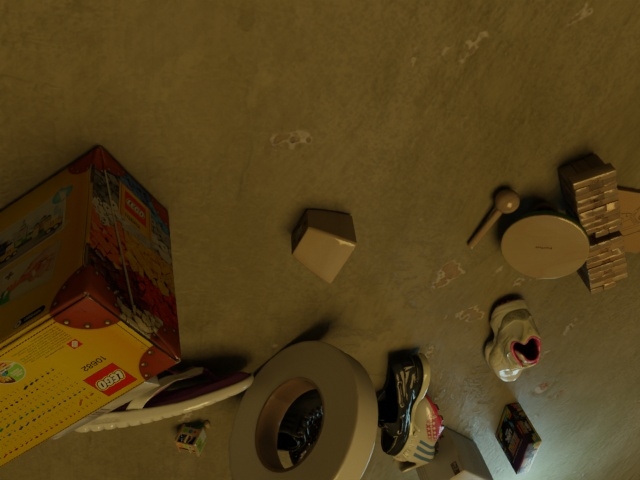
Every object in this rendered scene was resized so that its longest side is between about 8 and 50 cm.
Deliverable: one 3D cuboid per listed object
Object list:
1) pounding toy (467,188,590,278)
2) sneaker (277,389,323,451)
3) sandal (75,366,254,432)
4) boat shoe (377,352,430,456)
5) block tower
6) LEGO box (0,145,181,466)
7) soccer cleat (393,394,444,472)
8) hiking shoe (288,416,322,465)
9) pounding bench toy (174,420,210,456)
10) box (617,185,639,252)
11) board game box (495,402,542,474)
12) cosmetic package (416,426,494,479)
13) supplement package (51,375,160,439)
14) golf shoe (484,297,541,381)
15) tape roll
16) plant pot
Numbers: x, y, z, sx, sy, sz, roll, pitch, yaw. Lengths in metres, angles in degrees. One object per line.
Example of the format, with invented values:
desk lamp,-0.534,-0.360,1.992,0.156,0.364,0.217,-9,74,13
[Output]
pounding toy,0.474,-0.027,1.362,0.236,0.110,0.183,24,135,1
sneaker,-0.026,0.444,1.542,0.295,0.147,0.105,-11,129,-10
sandal,-0.358,0.336,1.374,0.416,0.169,0.102,-13,91,-7
boat shoe,0.190,0.442,1.623,0.113,0.127,0.340,2,126,-17
block tower,0.608,-0.036,1.365,0.090,0.097,0.336,-21,128,8
LEGO box,-0.495,0.131,0.989,0.500,0.373,0.193,-30,131,9
soccer cleat,0.263,0.553,1.731,0.143,0.116,0.331,-26,135,-17
hiking shoe,0.004,0.533,1.681,0.114,0.086,0.227,6,133,-39
pounding bench toy,-0.324,0.491,1.554,0.065,0.083,0.052,7,131,18
box,0.723,-0.048,1.458,0.201,0.021,0.164,6,126,-21
board game box,0.601,0.606,1.876,0.048,0.141,0.170,-8,129,-11
cosmetic package,0.403,0.698,1.882,0.151,0.151,0.183,-42,127,18
supplement package,-0.494,0.268,1.208,0.261,0.145,0.204,-27,157,6
golf shoe,0.502,0.292,1.590,0.115,0.140,0.306,-18,133,-5
tape roll,-0.048,0.412,1.352,0.392,0.392,0.072,-41,129,17
plant pot,0.000,0.000,1.220,0.096,0.109,0.109,24,119,-18
